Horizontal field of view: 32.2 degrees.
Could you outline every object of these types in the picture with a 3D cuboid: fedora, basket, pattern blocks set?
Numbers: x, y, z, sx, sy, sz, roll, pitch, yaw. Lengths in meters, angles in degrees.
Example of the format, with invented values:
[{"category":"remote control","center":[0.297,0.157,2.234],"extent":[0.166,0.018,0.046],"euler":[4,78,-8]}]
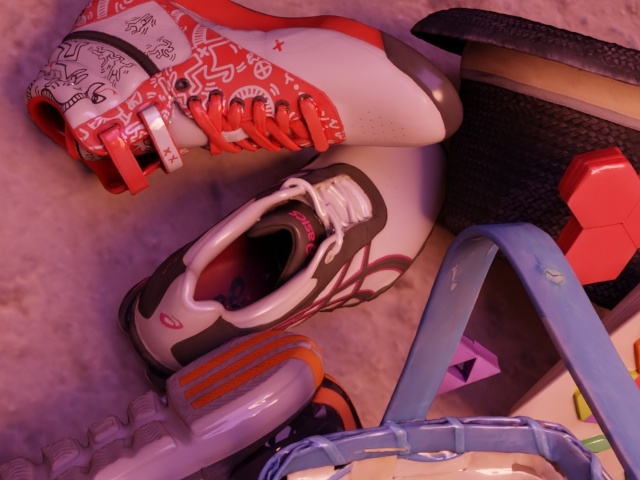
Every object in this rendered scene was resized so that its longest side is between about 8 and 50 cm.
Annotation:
[{"category":"fedora","center":[0.199,-0.036,0.746],"extent":[0.334,0.334,0.152],"euler":[17,97,-14]},{"category":"basket","center":[0.079,0.172,0.451],"extent":[0.201,0.289,0.254],"euler":[-1,45,-26]},{"category":"pattern blocks set","center":[0.216,0.101,0.690],"extent":[0.325,0.285,0.026],"euler":[21,27,-25]}]

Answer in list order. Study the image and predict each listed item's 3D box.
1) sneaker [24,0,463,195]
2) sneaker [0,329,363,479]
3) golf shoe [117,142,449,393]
[{"category":"sneaker","center":[-0.058,-0.076,0.686],"extent":[0.270,0.090,0.145],"euler":[24,64,25]},{"category":"sneaker","center":[-0.106,0.198,0.601],"extent":[0.321,0.124,0.180],"euler":[-27,108,-5]},{"category":"golf shoe","center":[0.000,0.000,0.712],"extent":[0.273,0.120,0.105],"euler":[-38,86,-28]}]
